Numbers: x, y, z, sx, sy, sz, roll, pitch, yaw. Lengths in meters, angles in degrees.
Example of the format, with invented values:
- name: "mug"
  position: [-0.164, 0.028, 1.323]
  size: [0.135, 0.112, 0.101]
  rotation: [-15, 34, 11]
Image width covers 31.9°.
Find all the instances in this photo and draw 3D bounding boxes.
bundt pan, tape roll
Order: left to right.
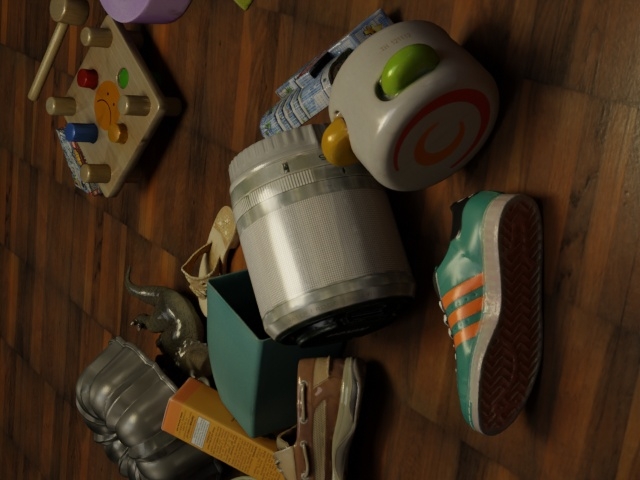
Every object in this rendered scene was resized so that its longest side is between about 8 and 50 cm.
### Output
- name: "bundt pan"
  position: [-0.327, 0.342, 2.026]
  size: [0.331, 0.124, 0.331]
  rotation: [40, 153, 26]
- name: "tape roll"
  position: [-0.321, -0.535, 2.040]
  size: [0.275, 0.090, 0.275]
  rotation: [10, 102, 52]

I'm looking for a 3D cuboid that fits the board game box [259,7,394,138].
- name: "board game box"
  position: [0.017, -0.237, 1.574]
  size: [0.194, 0.194, 0.060]
  rotation: [-33, 101, 38]

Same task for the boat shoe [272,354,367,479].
- name: "boat shoe"
  position: [-0.012, 0.320, 1.689]
  size: [0.123, 0.116, 0.324]
  rotation: [-73, -7, -79]

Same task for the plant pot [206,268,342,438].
- name: "plant pot"
  position: [-0.080, 0.180, 1.760]
  size: [0.166, 0.165, 0.234]
  rotation: [44, 136, 41]

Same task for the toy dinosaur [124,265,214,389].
- name: "toy dinosaur"
  position: [-0.266, 0.170, 2.069]
  size: [0.160, 0.121, 0.313]
  rotation: [-40, 58, 35]

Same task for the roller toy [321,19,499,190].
- name: "roller toy"
  position: [0.113, -0.171, 1.418]
  size: [0.146, 0.191, 0.209]
  rotation: [53, 131, 35]

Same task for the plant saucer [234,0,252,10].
- name: "plant saucer"
  position: [-0.135, -0.507, 1.828]
  size: [0.188, 0.045, 0.188]
  rotation: [-49, 57, 44]

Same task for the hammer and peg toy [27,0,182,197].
- name: "hammer and peg toy"
  position: [-0.423, -0.291, 2.156]
  size: [0.266, 0.127, 0.361]
  rotation: [-53, 56, 35]

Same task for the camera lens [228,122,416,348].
- name: "camera lens"
  position: [0.000, 0.000, 1.571]
  size: [0.219, 0.219, 0.274]
  rotation: [-34, 68, 50]

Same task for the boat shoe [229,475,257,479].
- name: "boat shoe"
  position: [-0.061, 0.520, 1.818]
  size: [0.340, 0.127, 0.113]
  rotation: [34, 144, 43]

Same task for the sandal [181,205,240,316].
- name: "sandal"
  position: [-0.207, 0.038, 1.973]
  size: [0.088, 0.079, 0.240]
  rotation: [51, 133, 36]

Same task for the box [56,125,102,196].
- name: "box"
  position: [-0.504, -0.167, 2.350]
  size: [0.094, 0.027, 0.137]
  rotation: [28, 139, 49]

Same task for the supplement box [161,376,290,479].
- name: "supplement box"
  position: [-0.138, 0.317, 1.828]
  size: [0.233, 0.078, 0.080]
  rotation: [24, 120, 13]

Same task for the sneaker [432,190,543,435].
- name: "sneaker"
  position: [0.205, 0.088, 1.412]
  size: [0.121, 0.108, 0.302]
  rotation: [8, 93, 54]
